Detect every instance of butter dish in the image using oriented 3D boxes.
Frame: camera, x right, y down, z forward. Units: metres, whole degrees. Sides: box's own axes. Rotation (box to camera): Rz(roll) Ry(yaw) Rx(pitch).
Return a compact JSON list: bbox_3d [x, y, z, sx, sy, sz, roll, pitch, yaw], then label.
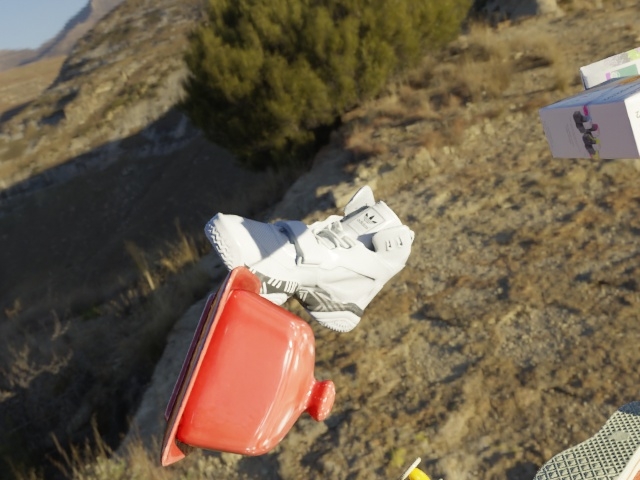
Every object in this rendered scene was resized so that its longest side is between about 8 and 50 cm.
[{"bbox_3d":[-0.046,0.115,0.594,0.118,0.160,0.160,19,-8,5],"label":"butter dish"}]

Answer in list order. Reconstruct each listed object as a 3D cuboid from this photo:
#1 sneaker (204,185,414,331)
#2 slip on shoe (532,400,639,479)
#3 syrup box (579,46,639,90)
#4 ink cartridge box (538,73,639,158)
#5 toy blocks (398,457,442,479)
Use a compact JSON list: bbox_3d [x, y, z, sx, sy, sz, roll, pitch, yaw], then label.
[{"bbox_3d":[0.000,0.000,1.087,0.210,0.366,0.137,-47,50,9],"label":"sneaker"},{"bbox_3d":[0.459,0.379,1.166,0.331,0.101,0.123,-24,21,-32],"label":"slip on shoe"},{"bbox_3d":[0.459,-0.221,1.108,0.096,0.093,0.237,-17,-2,21],"label":"syrup box"},{"bbox_3d":[0.319,-0.128,0.726,0.104,0.062,0.181,-24,13,-12],"label":"ink cartridge box"},{"bbox_3d":[0.179,0.444,1.172,0.123,0.148,0.054,-32,-22,-46],"label":"toy blocks"}]
